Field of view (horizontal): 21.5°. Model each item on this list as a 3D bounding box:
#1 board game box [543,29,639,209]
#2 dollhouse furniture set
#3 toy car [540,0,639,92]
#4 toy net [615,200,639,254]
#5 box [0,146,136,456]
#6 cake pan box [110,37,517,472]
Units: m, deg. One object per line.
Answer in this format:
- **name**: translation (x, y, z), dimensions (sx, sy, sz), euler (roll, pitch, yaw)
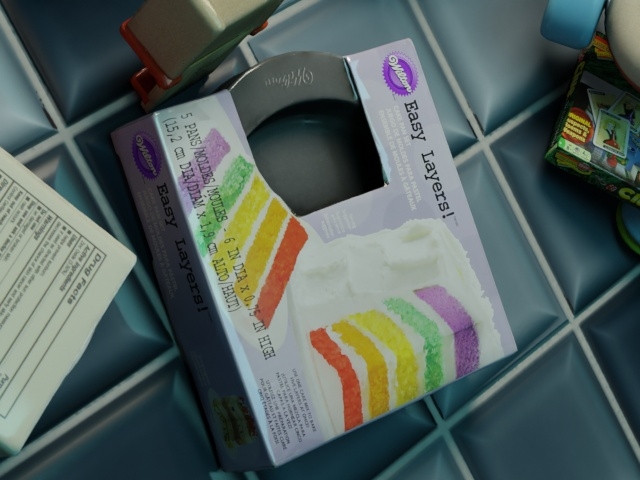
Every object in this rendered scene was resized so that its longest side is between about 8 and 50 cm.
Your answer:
- **board game box**: translation (0.320, -0.063, 1.404), dimensions (0.259, 0.030, 0.136), euler (27, 54, -7)
- **dollhouse furniture set**: translation (-0.146, -0.228, 1.134), dimensions (0.262, 0.135, 0.259), euler (-36, 91, -34)
- **toy car**: translation (0.316, -0.207, 1.401), dimensions (0.219, 0.238, 0.210), euler (21, 93, 8)
- **toy net**: translation (0.311, -0.090, 1.461), dimensions (0.122, 0.045, 0.232), euler (40, 56, 2)
- **box**: translation (-0.253, 0.007, 0.988), dimensions (0.232, 0.127, 0.149), euler (42, 60, -22)
- **cake pan box**: translation (0.000, 0.000, 1.206), dimensions (0.245, 0.070, 0.267), euler (-19, 92, -38)
